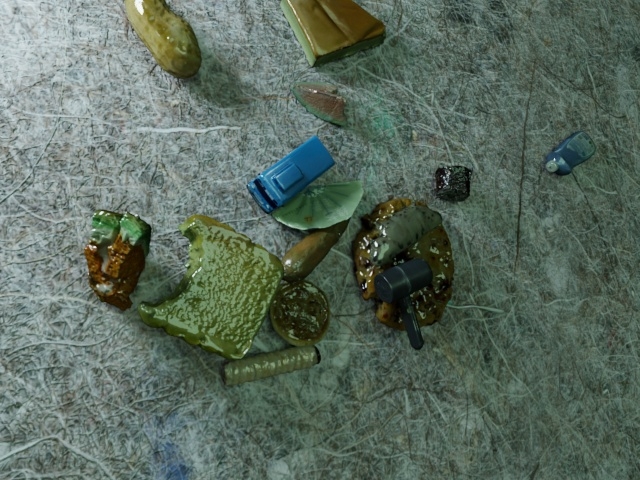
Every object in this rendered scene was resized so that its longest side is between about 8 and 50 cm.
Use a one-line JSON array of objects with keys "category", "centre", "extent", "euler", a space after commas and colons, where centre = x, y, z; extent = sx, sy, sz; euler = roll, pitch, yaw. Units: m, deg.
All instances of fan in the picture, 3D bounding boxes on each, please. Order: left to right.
[{"category": "fan", "centre": [0.006, -0.086, 1.109], "extent": [0.240, 0.009, 0.131], "euler": [-23, 61, -18]}]

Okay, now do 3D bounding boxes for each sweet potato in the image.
[{"category": "sweet potato", "centre": [0.000, 0.000, 1.096], "extent": [0.075, 0.075, 0.273], "euler": [49, 62, -10]}]

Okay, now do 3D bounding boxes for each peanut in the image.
[{"category": "peanut", "centre": [-0.332, -0.445, 1.007], "extent": [0.226, 0.095, 0.108], "euler": [53, 50, -4]}]

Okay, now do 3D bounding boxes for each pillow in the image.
[{"category": "pillow", "centre": [0.193, -0.029, 1.120], "extent": [0.241, 0.051, 0.093], "euler": [-31, 96, -27]}]

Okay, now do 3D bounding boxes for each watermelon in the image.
[{"category": "watermelon", "centre": [0.002, -0.355, 1.161], "extent": [0.155, 0.080, 0.101], "euler": [9, 68, -7]}]

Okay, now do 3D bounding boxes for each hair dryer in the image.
[{"category": "hair dryer", "centre": [0.210, 0.159, 1.087], "extent": [0.124, 0.071, 0.219], "euler": [-18, 96, -23]}]

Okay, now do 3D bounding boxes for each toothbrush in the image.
[{"category": "toothbrush", "centre": [0.413, 0.181, 1.285], "extent": [0.204, 0.017, 0.022], "euler": [11, 96, -22]}]

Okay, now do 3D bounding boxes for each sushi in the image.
[{"category": "sushi", "centre": [0.356, -0.151, 1.281], "extent": [0.094, 0.098, 0.084], "euler": [6, 74, -5]}]

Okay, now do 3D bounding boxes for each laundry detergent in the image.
[{"category": "laundry detergent", "centre": [0.782, -0.268, 1.503], "extent": [0.206, 0.061, 0.096], "euler": [-32, 98, -25]}]

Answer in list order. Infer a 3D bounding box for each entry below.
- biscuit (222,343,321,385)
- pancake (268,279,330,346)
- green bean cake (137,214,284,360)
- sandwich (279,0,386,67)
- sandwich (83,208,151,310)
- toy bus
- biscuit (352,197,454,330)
[{"category": "biscuit", "centre": [-0.101, 0.260, 1.011], "extent": [0.219, 0.061, 0.055], "euler": [-8, 41, -27]}, {"category": "pancake", "centre": [-0.042, 0.157, 1.060], "extent": [0.158, 0.028, 0.158], "euler": [10, 61, -20]}, {"category": "green bean cake", "centre": [-0.219, 0.094, 0.950], "extent": [0.233, 0.124, 0.236], "euler": [31, 70, -18]}, {"category": "sandwich", "centre": [0.035, -0.577, 1.212], "extent": [0.245, 0.063, 0.212], "euler": [-29, 93, -27]}, {"category": "sandwich", "centre": [-0.375, 0.031, 0.858], "extent": [0.109, 0.185, 0.159], "euler": [18, 71, -13]}, {"category": "toy bus", "centre": [-0.066, -0.148, 1.070], "extent": [0.185, 0.106, 0.090], "euler": [-41, 102, -24]}, {"category": "biscuit", "centre": [0.219, 0.054, 1.183], "extent": [0.289, 0.081, 0.334], "euler": [5, 78, -25]}]
